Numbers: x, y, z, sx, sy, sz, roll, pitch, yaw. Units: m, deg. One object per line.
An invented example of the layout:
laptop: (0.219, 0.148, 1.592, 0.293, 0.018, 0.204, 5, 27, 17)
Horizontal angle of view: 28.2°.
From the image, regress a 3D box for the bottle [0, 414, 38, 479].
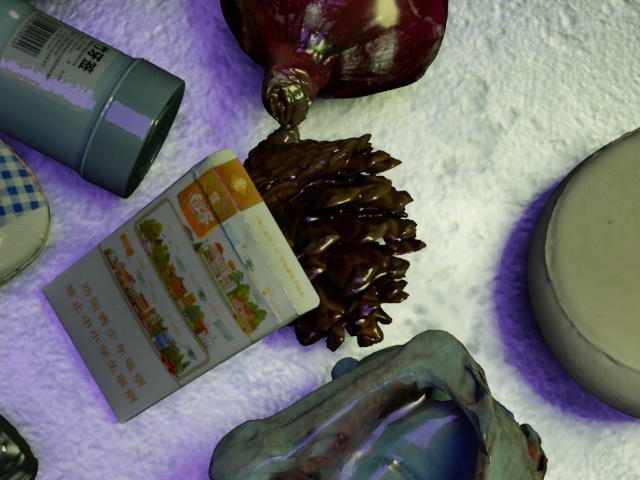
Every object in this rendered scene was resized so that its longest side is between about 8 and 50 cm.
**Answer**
bottle: (-0.318, 0.216, 0.887, 0.260, 0.112, 0.112, -38, 88, -9)

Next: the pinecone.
pinecone: (0.000, 0.000, 0.920, 0.174, 0.173, 0.173, 1, 83, -5)

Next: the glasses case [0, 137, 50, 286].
glasses case: (-0.345, 0.036, 0.905, 0.327, 0.076, 0.125, -35, 80, -19)

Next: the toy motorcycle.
toy motorcycle: (-0.001, 0.200, 0.856, 0.182, 0.241, 0.319, 44, 83, -6)

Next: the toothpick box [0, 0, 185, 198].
toothpick box: (-0.189, -0.109, 0.942, 0.153, 0.101, 0.101, 28, 82, -1)

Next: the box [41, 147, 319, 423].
box: (-0.105, 0.038, 0.890, 0.032, 0.220, 0.122, -26, 84, -48)

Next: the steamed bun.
steamed bun: (0.271, 0.031, 0.936, 0.232, 0.145, 0.232, -6, 64, 12)

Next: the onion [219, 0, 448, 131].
onion: (0.010, -0.168, 0.913, 0.173, 0.135, 0.198, 24, 42, -7)
